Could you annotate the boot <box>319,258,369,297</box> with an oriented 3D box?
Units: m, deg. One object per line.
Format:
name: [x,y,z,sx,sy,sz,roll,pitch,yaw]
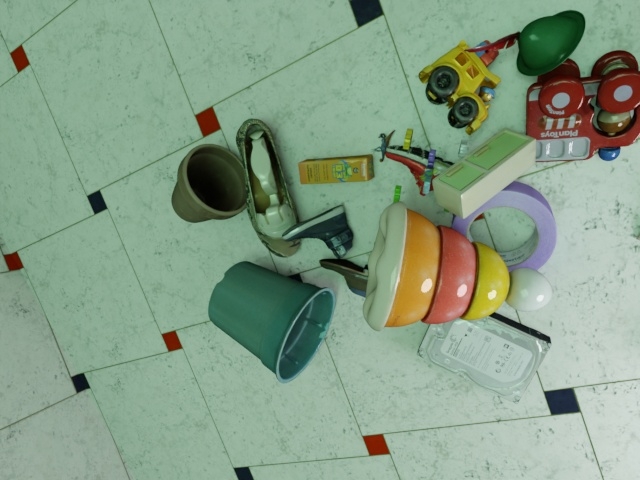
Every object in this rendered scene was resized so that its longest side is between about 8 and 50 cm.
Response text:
boot: [0.094,0.127,1.540,0.219,0.082,0.106,12,105,17]

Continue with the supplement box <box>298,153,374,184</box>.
supplement box: [0.050,-0.226,1.467,0.233,0.080,0.078,-1,106,20]

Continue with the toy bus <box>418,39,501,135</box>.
toy bus: [0.408,-0.428,1.244,0.211,0.149,0.220,-40,89,10]

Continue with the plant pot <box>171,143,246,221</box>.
plant pot: [-0.402,-0.166,1.595,0.229,0.263,0.263,-29,92,43]

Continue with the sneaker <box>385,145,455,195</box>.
sneaker: [0.307,-0.194,1.357,0.279,0.107,0.118,29,118,14]

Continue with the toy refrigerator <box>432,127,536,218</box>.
toy refrigerator: [0.430,-0.183,1.202,0.102,0.269,0.094,42,162,45]

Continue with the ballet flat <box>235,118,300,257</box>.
ballet flat: [-0.175,-0.163,1.508,0.163,0.182,0.483,-15,98,-6]

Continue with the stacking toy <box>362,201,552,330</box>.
stacking toy: [0.371,0.106,1.229,0.479,0.351,0.351,11,109,1]

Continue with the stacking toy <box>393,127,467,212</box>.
stacking toy: [0.303,-0.191,1.284,0.166,0.052,0.221,12,120,12]

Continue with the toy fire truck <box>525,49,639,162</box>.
toy fire truck: [0.672,-0.319,1.159,0.302,0.169,0.254,1,128,23]

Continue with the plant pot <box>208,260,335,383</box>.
plant pot: [-0.176,0.247,1.566,0.334,0.341,0.341,25,112,23]

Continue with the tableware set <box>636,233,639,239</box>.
tableware set: [0.920,0.013,1.173,0.169,0.020,0.141,46,145,3]

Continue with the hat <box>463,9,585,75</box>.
hat: [0.502,-0.515,1.105,0.173,0.183,0.209,12,78,59]

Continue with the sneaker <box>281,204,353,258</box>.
sneaker: [0.001,0.000,1.496,0.226,0.086,0.164,-23,99,-13]

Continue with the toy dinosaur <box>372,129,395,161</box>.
toy dinosaur: [0.197,-0.285,1.413,0.090,0.047,0.082,-14,117,14]

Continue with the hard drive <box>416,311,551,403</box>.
hard drive: [0.502,0.333,1.438,0.338,0.064,0.237,25,112,15]

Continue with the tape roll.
tape roll: [0.510,-0.026,1.292,0.274,0.090,0.275,9,120,16]
